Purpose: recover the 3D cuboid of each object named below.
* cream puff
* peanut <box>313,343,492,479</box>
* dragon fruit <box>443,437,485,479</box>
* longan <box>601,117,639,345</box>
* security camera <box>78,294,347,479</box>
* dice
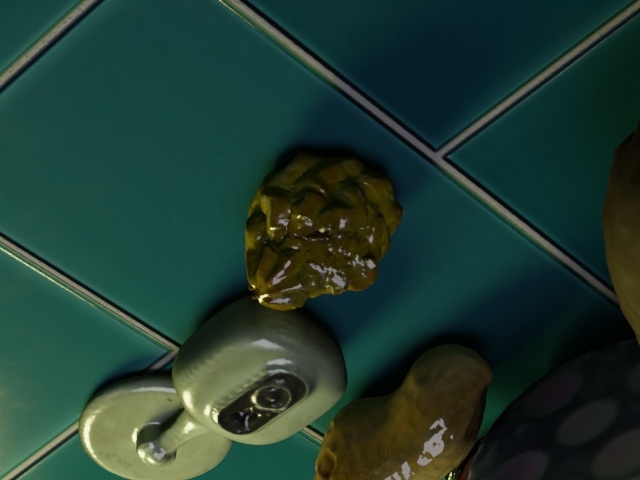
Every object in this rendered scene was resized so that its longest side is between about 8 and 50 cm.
[{"bbox_3d":[0.000,0.000,1.587,0.146,0.116,0.146,0,133,-1],"label":"cream puff"},{"bbox_3d":[0.079,0.192,1.781,0.110,0.120,0.236,23,117,-35],"label":"peanut"},{"bbox_3d":[0.185,0.283,1.870,0.138,0.142,0.175,-35,160,-19],"label":"dragon fruit"},{"bbox_3d":[0.455,0.013,1.468,0.404,0.404,0.436,-38,95,26],"label":"longan"},{"bbox_3d":[-0.111,0.167,1.762,0.301,0.080,0.157,-36,127,29],"label":"security camera"},{"bbox_3d":[0.315,0.269,1.710,0.270,0.271,0.270,-18,116,37],"label":"dice"}]
